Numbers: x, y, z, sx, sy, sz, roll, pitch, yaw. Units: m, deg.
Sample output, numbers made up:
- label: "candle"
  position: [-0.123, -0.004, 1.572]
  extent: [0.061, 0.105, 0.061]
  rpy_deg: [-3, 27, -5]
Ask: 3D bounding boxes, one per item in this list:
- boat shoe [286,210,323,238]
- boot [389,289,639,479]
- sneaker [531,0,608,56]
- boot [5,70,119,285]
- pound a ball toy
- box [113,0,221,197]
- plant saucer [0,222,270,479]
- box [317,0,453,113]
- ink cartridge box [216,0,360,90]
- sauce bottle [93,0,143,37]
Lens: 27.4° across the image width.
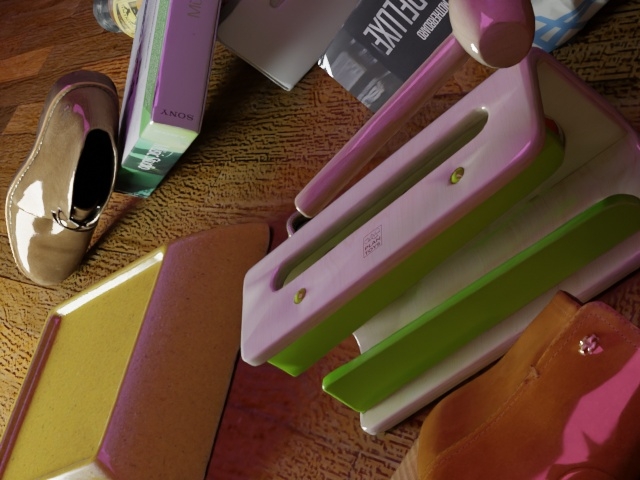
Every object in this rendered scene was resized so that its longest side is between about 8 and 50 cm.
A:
- label: "boat shoe"
  position: [0.000, 0.000, 1.082]
  extent: [0.190, 0.072, 0.068]
  rpy_deg: [-26, 40, 46]
- label: "boot"
  position: [0.123, 0.146, 0.680]
  extent: [0.211, 0.104, 0.295]
  rpy_deg: [-51, 23, 10]
- label: "sneaker"
  position: [0.196, -0.212, 0.979]
  extent: [0.237, 0.086, 0.085]
  rpy_deg: [-33, 36, 41]
- label: "boot"
  position: [-0.297, -0.042, 1.522]
  extent: [0.115, 0.112, 0.305]
  rpy_deg: [-112, 33, -42]
- label: "pound a ball toy"
  position: [0.067, -0.033, 0.857]
  extent: [0.319, 0.208, 0.136]
  rpy_deg: [-39, 31, 32]
- label: "box"
  position: [-0.169, -0.191, 1.435]
  extent: [0.322, 0.058, 0.232]
  rpy_deg: [148, 131, -72]
- label: "plant saucer"
  position: [-0.208, 0.148, 1.260]
  extent: [0.333, 0.081, 0.333]
  rpy_deg: [-27, 39, 44]
- label: "box"
  position: [0.144, -0.255, 0.956]
  extent: [0.307, 0.076, 0.242]
  rpy_deg: [-52, 2, -36]
- label: "ink cartridge box"
  position: [-0.024, -0.320, 1.434]
  extent: [0.197, 0.114, 0.273]
  rpy_deg: [-44, 28, 23]
- label: "sauce bottle"
  position: [-0.220, -0.326, 1.781]
  extent: [0.111, 0.111, 0.344]
  rpy_deg: [-61, 25, -10]
